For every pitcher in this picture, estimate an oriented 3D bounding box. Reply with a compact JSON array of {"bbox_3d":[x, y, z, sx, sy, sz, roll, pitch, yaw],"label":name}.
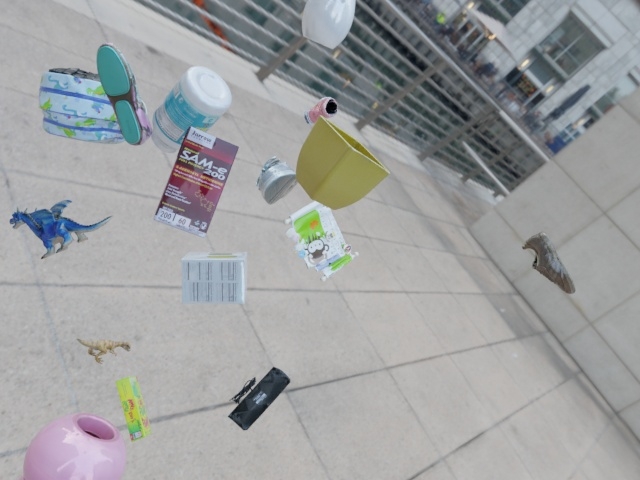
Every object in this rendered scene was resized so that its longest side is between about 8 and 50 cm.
[{"bbox_3d":[0.017,-0.610,1.314,0.125,0.207,0.177,4,27,-44],"label":"pitcher"}]

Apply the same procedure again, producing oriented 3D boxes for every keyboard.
[{"bbox_3d":[-0.182,0.435,1.472,0.100,0.192,0.038,48,-13,-15],"label":"keyboard"}]

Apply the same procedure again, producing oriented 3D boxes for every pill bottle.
[{"bbox_3d":[-0.379,-0.358,1.473,0.146,0.264,0.146,27,47,-32],"label":"pill bottle"}]

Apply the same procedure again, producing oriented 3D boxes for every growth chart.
[{"bbox_3d":[0.000,0.000,1.466,0.021,0.172,0.237,12,-43,55],"label":"growth chart"}]

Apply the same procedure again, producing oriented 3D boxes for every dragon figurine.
[{"bbox_3d":[-0.649,-0.048,1.271,0.085,0.289,0.144,-37,105,-58],"label":"dragon figurine"}]

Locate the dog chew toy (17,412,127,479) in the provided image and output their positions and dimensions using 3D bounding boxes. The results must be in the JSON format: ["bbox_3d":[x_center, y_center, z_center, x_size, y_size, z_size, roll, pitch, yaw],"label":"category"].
[{"bbox_3d":[-0.569,0.548,1.121,0.206,0.332,0.206,30,-2,1],"label":"dog chew toy"}]

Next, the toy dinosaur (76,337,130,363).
[{"bbox_3d":[-0.769,0.365,1.797,0.211,0.112,0.064,16,26,-46],"label":"toy dinosaur"}]

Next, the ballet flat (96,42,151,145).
[{"bbox_3d":[-0.426,-0.322,1.142,0.079,0.076,0.222,-69,152,-59],"label":"ballet flat"}]

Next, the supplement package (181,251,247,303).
[{"bbox_3d":[-0.457,0.159,2.265,0.262,0.198,0.199,1,8,-5],"label":"supplement package"}]

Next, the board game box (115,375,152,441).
[{"bbox_3d":[-0.564,0.506,1.570,0.092,0.043,0.182,115,-44,-75],"label":"board game box"}]

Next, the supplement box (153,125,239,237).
[{"bbox_3d":[-0.303,-0.140,1.263,0.130,0.240,0.073,21,-3,-19],"label":"supplement box"}]

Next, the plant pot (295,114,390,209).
[{"bbox_3d":[0.017,-0.087,0.641,0.081,0.083,0.081,23,23,-46],"label":"plant pot"}]

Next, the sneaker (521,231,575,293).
[{"bbox_3d":[0.596,0.068,1.360,0.189,0.071,0.066,58,17,-8],"label":"sneaker"}]

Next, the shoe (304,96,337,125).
[{"bbox_3d":[0.025,-0.403,1.584,0.178,0.081,0.064,-46,117,-49],"label":"shoe"}]

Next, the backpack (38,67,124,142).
[{"bbox_3d":[-0.719,-0.414,1.605,0.289,0.274,0.355,15,-9,-14],"label":"backpack"}]

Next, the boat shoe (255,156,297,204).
[{"bbox_3d":[-0.130,-0.183,1.498,0.103,0.118,0.320,43,12,-1],"label":"boat shoe"}]
